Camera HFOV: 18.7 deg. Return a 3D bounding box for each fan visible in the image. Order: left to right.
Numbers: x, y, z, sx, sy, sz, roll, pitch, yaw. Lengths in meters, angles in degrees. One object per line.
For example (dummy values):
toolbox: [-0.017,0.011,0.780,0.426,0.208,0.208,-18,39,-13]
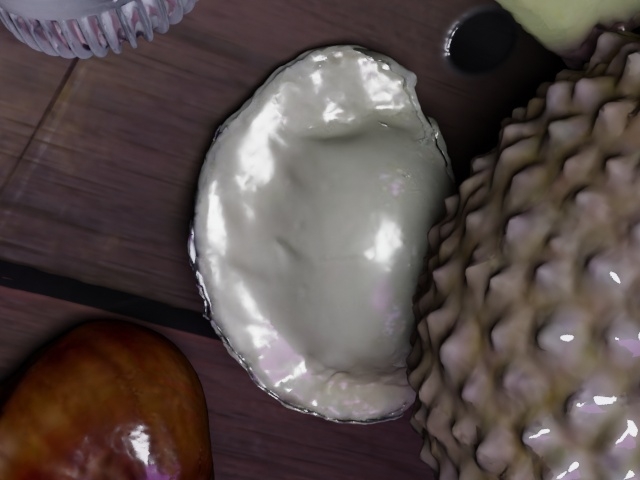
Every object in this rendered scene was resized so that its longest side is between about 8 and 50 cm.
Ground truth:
fan: [-0.078,-0.192,1.075,0.244,0.130,0.074,-35,137,-15]

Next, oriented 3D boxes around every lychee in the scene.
lychee: [0.244,0.051,1.096,0.380,0.380,0.432,6,128,-28]

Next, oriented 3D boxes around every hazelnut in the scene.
hazelnut: [-0.145,0.154,1.268,0.178,0.178,0.204,17,108,-34]

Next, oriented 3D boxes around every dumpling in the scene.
dumpling: [0.000,0.000,1.244,0.172,0.142,0.247,-8,98,-16]

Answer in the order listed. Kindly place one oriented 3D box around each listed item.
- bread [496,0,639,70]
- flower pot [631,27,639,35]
bread: [0.205,-0.272,1.111,0.338,0.155,0.187,-41,123,12]
flower pot: [0.318,-0.190,1.243,0.179,0.084,0.251,41,102,-6]
